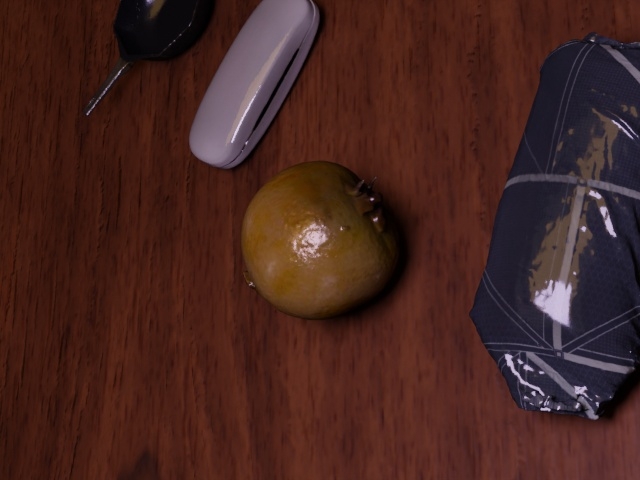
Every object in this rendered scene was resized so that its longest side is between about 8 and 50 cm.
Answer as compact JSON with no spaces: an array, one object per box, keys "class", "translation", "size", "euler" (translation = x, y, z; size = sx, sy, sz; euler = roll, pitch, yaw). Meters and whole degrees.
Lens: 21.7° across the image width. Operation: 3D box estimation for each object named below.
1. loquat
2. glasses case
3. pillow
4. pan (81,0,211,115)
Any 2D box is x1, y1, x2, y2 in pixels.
[{"class":"loquat","translation":[0.000,0.000,1.549],"size":[0.163,0.137,0.163],"euler":[-30,37,26]},{"class":"glasses case","translation":[-0.070,-0.169,1.748],"size":[0.081,0.051,0.204],"euler":[31,92,45]},{"class":"pillow","translation":[0.221,-0.016,1.400],"size":[0.161,0.092,0.335],"euler":[10,78,39]},{"class":"pan","translation":[-0.198,-0.234,1.891],"size":[0.202,0.048,0.128],"euler":[-40,48,17]}]
